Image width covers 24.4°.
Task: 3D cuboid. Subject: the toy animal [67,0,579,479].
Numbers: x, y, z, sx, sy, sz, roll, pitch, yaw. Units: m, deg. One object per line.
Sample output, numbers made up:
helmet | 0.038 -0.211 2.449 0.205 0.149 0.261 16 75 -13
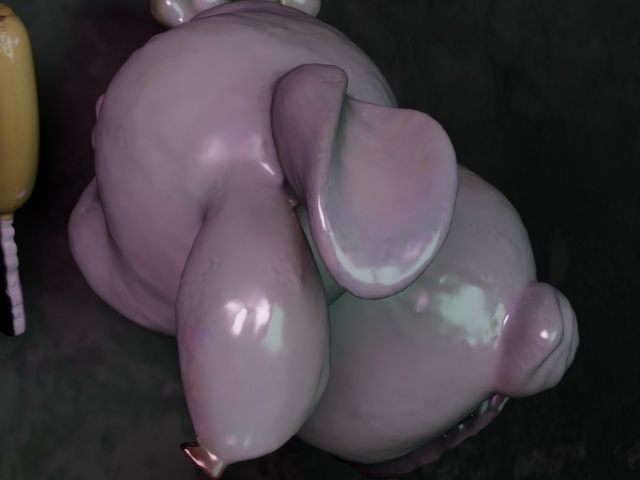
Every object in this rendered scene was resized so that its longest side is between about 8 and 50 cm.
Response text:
toy animal | -0.006 -0.001 0.702 0.183 0.247 0.310 -43 147 0

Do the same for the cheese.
cheese | -0.151 -0.031 0.672 0.036 0.086 0.162 -19 120 -34

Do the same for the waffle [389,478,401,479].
waffle | -0.009 0.222 0.786 0.214 0.054 0.207 -9 126 -36
